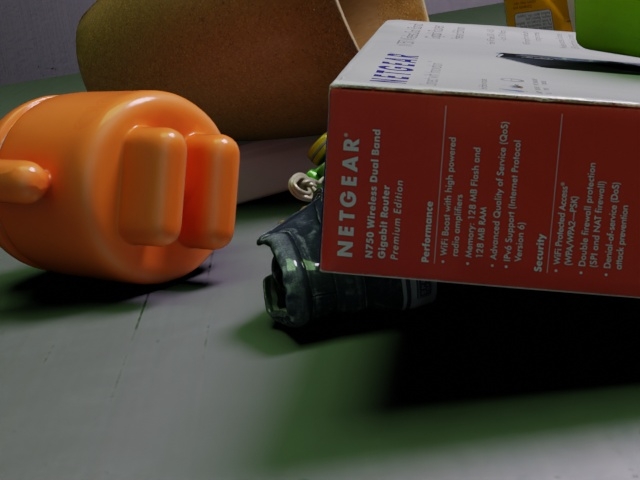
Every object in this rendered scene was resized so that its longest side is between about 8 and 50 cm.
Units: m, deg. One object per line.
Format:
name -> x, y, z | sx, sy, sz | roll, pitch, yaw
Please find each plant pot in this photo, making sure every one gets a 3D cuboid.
plant pot -> -0.065, -0.176, 1.162 | 0.254, 0.237, 0.237 | -18, 8, 23

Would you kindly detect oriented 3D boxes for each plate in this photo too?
plate -> -0.138, -0.063, 1.249 | 0.278, 0.045, 0.277 | -15, 13, -29

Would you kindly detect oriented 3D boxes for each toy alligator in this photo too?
toy alligator -> 0.010, -0.045, 1.047 | 0.051, 0.056, 0.190 | -51, -9, 29

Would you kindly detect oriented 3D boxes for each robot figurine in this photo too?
robot figurine -> -0.144, -0.036, 0.934 | 0.219, 0.128, 0.158 | 5, 40, 46

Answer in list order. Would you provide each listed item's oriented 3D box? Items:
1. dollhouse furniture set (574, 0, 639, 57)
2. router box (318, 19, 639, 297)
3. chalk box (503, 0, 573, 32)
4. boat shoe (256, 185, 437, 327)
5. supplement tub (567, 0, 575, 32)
dollhouse furniture set -> 0.302, -0.167, 0.725 | 0.301, 0.151, 0.197 | -8, 18, -40
router box -> 0.167, -0.049, 0.709 | 0.301, 0.082, 0.335 | 5, 14, 5
chalk box -> 0.325, -0.238, 1.392 | 0.180, 0.179, 0.289 | -2, 13, 36
boat shoe -> 0.000, 0.000, 0.791 | 0.083, 0.065, 0.183 | -10, 13, -10
supplement tub -> 0.372, -0.204, 1.049 | 0.235, 0.235, 0.325 | -18, 15, -36
